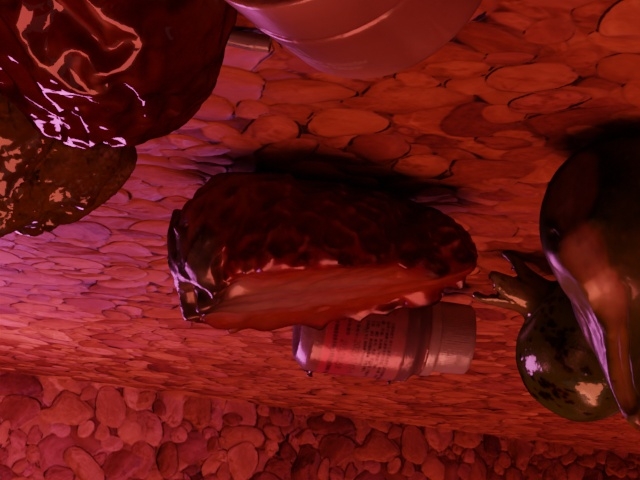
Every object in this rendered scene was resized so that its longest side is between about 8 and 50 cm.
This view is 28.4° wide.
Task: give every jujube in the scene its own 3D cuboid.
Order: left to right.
[{"bbox_3d":[-0.138,-0.151,0.799,0.174,0.174,0.250,6,161,-5],"label":"jujube"}]

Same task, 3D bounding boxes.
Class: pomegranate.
[{"bbox_3d":[0.323,0.110,1.601,0.263,0.211,0.211,39,166,7],"label":"pomegranate"}]

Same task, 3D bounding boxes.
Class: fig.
[{"bbox_3d":[0.303,0.046,1.170,0.206,0.275,0.206,3,165,1],"label":"fig"}]

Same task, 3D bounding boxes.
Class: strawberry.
[{"bbox_3d":[0.000,0.000,1.385,0.336,0.149,0.265,-3,160,-12],"label":"strawberry"}]

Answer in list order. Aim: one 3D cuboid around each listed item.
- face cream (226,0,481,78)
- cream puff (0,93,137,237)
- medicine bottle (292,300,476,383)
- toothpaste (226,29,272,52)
[{"bbox_3d":[0.012,-0.175,0.693,0.149,0.149,0.104,-4,163,29],"label":"face cream"},{"bbox_3d":[-0.275,-0.098,1.053,0.244,0.196,0.244,13,138,12],"label":"cream puff"},{"bbox_3d":[0.089,0.126,1.787,0.247,0.147,0.147,6,165,-8],"label":"medicine bottle"},{"bbox_3d":[-0.081,-0.165,1.021,0.083,0.015,0.024,9,166,6],"label":"toothpaste"}]
